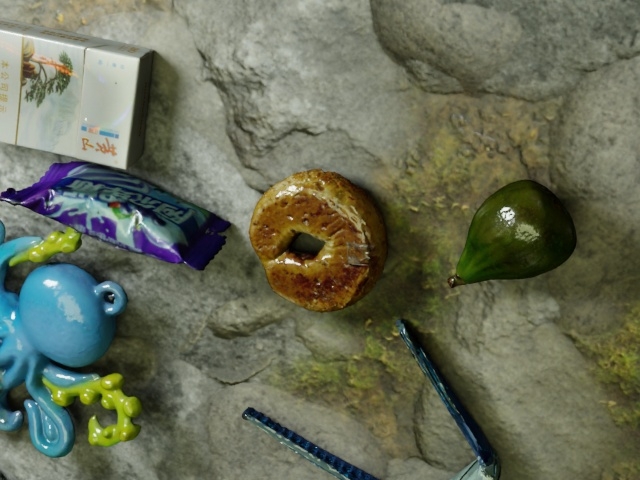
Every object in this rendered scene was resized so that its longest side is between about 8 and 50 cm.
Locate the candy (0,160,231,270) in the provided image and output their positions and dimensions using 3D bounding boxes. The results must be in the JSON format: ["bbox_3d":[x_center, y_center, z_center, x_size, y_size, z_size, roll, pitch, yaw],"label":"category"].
[{"bbox_3d":[-0.253,-0.036,1.703,0.275,0.145,0.070,19,120,6],"label":"candy"}]

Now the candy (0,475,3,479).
[{"bbox_3d":[-0.513,0.326,1.966,0.175,0.045,0.043,40,81,-3],"label":"candy"}]

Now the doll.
[{"bbox_3d":[-0.384,0.131,1.841,0.341,0.099,0.346,-20,101,33],"label":"doll"}]

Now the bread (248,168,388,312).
[{"bbox_3d":[0.000,0.000,1.707,0.193,0.064,0.193,8,115,17],"label":"bread"}]

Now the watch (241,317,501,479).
[{"bbox_3d":[0.076,0.276,1.792,0.276,0.068,0.274,-32,101,23],"label":"watch"}]

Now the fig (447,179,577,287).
[{"bbox_3d":[0.223,0.001,1.636,0.117,0.117,0.177,48,130,-8],"label":"fig"}]

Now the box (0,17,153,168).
[{"bbox_3d":[-0.335,-0.188,1.706,0.233,0.067,0.149,12,114,8],"label":"box"}]
